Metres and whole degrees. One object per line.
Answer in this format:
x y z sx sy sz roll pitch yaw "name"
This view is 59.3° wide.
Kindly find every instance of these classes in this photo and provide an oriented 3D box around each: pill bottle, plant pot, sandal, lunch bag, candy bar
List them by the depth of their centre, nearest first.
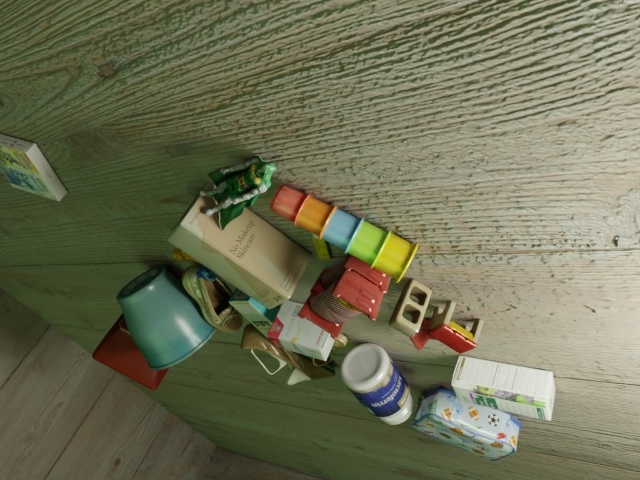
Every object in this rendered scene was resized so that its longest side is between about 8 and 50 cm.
0.000 0.000 1.317 0.040 0.018 0.161 10 144 19 "candy bar"
0.178 0.438 1.688 0.153 0.153 0.264 0 140 36 "pill bottle"
0.432 0.561 1.718 0.304 0.114 0.243 24 150 3 "lunch bag"
0.002 0.353 1.763 0.088 0.079 0.240 33 148 -10 "sandal"
-0.511 0.231 1.817 0.272 0.271 0.255 -11 118 45 "plant pot"
-0.639 0.341 2.074 0.267 0.267 0.235 30 136 -5 "plant pot"

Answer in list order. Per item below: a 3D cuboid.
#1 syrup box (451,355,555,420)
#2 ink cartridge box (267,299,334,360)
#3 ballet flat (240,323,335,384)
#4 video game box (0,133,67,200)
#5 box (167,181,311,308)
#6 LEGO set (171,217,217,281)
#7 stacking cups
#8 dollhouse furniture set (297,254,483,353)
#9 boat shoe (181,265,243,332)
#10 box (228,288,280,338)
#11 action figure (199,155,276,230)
0.467 0.376 1.439 0.237 0.096 0.093 4 141 31 "syrup box"
-0.045 0.258 1.614 0.175 0.127 0.072 12 146 23 "ink cartridge box"
-0.118 0.400 1.870 0.342 0.124 0.116 32 165 -9 "ballet flat"
-0.855 -0.213 1.616 0.187 0.048 0.205 14 146 16 "video game box"
-0.195 0.017 1.368 0.311 0.148 0.121 35 147 -15 "box"
-0.351 0.038 1.565 0.093 0.087 0.227 4 140 32 "LEGO set"
0.048 -0.029 1.193 0.316 0.096 0.096 30 148 6 "stacking cups"
0.165 0.188 1.337 0.374 0.152 0.201 32 148 -8 "dollhouse furniture set"
-0.319 0.192 1.747 0.089 0.104 0.285 1 139 39 "boat shoe"
-0.164 0.238 1.738 0.101 0.060 0.244 -7 135 42 "box"
-0.174 -0.119 1.210 0.232 0.064 0.137 -23 83 42 "action figure"
